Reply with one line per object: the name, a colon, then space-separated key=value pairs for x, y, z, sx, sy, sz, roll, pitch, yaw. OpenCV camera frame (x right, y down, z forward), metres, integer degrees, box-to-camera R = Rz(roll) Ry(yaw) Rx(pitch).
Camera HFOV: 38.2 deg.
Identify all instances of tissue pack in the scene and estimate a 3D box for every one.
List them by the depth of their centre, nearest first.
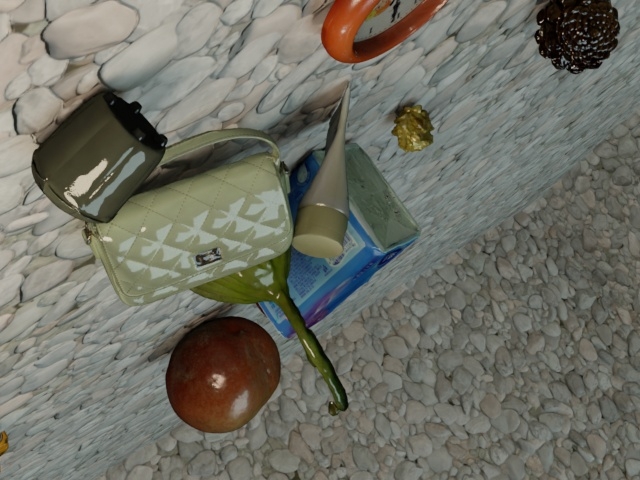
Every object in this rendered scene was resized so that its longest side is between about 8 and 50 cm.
tissue pack: x=0.000 y=0.000 z=1.490 sx=0.146 sy=0.198 sz=0.263 roll=-19 pitch=160 yaw=-51

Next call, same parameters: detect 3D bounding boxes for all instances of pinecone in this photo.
pinecone: x=0.408 y=-0.339 z=1.489 sx=0.140 sy=0.140 sz=0.121 roll=-35 pitch=-166 yaw=0

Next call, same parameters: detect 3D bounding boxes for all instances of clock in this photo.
clock: x=0.084 y=-0.271 z=0.996 sx=0.205 sy=0.051 sz=0.205 roll=-35 pitch=169 yaw=-8

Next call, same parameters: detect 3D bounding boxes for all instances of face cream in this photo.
face cream: x=0.014 y=-0.092 z=1.231 sx=0.114 sy=0.070 sz=0.224 roll=121 pitch=-19 yaw=-64

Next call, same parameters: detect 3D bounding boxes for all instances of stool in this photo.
stool: x=-0.203 y=-0.077 z=0.852 sx=0.110 sy=0.096 sz=0.096 roll=-44 pitch=167 yaw=13

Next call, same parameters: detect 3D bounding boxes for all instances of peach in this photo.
peach: x=-0.208 y=0.281 z=1.981 sx=0.252 sy=0.252 sz=0.252 roll=-34 pitch=169 yaw=-8

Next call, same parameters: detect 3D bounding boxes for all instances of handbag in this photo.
handbag: x=-0.153 y=-0.033 z=1.097 sx=0.256 sy=0.079 sz=0.219 roll=-21 pitch=144 yaw=-10

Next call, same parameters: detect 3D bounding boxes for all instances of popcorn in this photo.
popcorn: x=0.153 y=-0.184 z=1.511 sx=0.057 sy=0.083 sz=0.082 roll=-9 pitch=149 yaw=32

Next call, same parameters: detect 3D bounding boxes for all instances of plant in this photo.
plant: x=-0.047 y=0.051 z=1.294 sx=0.180 sy=0.333 sz=0.251 roll=-47 pitch=161 yaw=-21

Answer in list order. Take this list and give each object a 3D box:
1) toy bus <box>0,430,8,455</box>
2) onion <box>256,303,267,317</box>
toy bus: x=-0.625 y=0.403 z=1.639 sx=0.162 sy=0.074 sz=0.069 roll=-25 pitch=164 yaw=-37
onion: x=-0.064 y=0.094 z=1.774 sx=0.159 sy=0.159 sz=0.195 roll=-39 pitch=180 yaw=18
